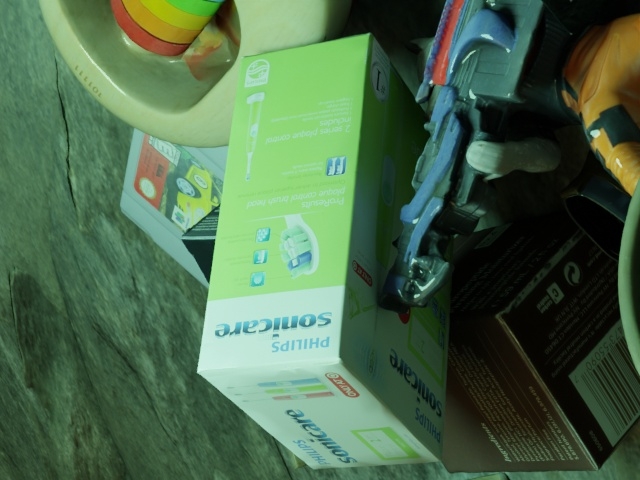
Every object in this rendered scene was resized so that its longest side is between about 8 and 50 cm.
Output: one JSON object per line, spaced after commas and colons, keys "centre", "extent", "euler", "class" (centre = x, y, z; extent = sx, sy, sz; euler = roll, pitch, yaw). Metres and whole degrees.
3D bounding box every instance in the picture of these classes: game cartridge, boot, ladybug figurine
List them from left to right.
{"centre": [-0.122, -0.057, 1.720], "extent": [0.196, 0.060, 0.294], "euler": [37, 147, 11], "class": "game cartridge"}
{"centre": [-0.097, -0.249, 1.372], "extent": [0.305, 0.162, 0.449], "euler": [51, 149, -6], "class": "ladybug figurine"}
{"centre": [0.277, 0.009, 1.248], "extent": [0.219, 0.106, 0.082], "euler": [51, 149, -4], "class": "boot"}

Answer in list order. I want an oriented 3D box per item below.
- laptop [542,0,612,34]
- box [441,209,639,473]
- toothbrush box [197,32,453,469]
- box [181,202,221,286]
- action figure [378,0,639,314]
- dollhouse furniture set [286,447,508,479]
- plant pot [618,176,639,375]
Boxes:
{"centre": [0.146, -0.315, 0.985], "extent": [0.264, 0.234, 0.136], "euler": [51, -172, 25], "class": "laptop"}
{"centre": [0.181, 0.091, 1.396], "extent": [0.203, 0.168, 0.167], "euler": [-13, 115, 54], "class": "box"}
{"centre": [0.016, 0.013, 1.255], "extent": [0.122, 0.283, 0.206], "euler": [-6, 149, 24], "class": "toothbrush box"}
{"centre": [0.000, 0.000, 1.481], "extent": [0.108, 0.207, 0.153], "euler": [-1, 123, 51], "class": "box"}
{"centre": [0.187, -0.075, 1.167], "extent": [0.330, 0.341, 0.178], "euler": [27, -175, 42], "class": "action figure"}
{"centre": [0.084, 0.208, 1.716], "extent": [0.212, 0.161, 0.242], "euler": [-26, 81, 57], "class": "dollhouse furniture set"}
{"centre": [0.386, 0.038, 0.938], "extent": [0.280, 0.323, 0.323], "euler": [33, 162, -38], "class": "plant pot"}
